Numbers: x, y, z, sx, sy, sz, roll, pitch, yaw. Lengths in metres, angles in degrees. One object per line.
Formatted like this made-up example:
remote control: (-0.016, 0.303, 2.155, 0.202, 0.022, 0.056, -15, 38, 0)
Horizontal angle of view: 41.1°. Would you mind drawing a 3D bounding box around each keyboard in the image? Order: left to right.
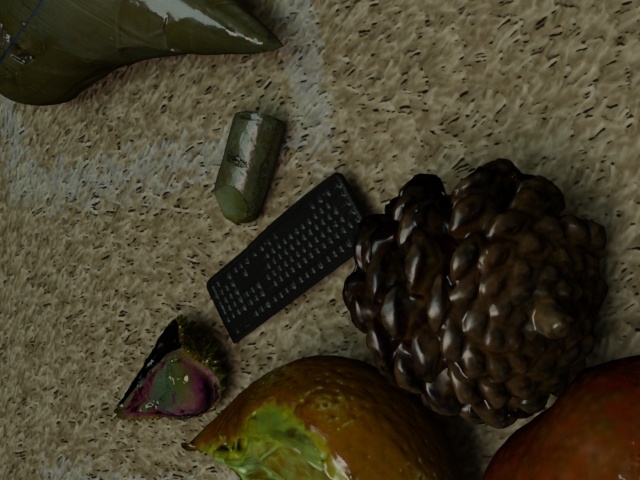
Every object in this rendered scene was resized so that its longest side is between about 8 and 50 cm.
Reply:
keyboard: (-0.007, 0.001, 1.003, 0.381, 0.041, 0.103, -37, 74, 30)

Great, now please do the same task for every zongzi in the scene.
zongzi: (-0.263, -0.251, 1.089, 0.393, 0.174, 0.356, 49, 122, 14)

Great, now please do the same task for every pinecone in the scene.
pinecone: (0.134, 0.041, 0.802, 0.257, 0.243, 0.243, 29, 109, 34)

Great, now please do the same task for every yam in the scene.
yam: (-0.090, -0.088, 1.036, 0.069, 0.069, 0.146, 27, 106, 30)

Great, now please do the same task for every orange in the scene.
orange: (0.021, 0.242, 0.890, 0.262, 0.196, 0.334, 50, 145, 6)

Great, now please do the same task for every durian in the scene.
durian: (-0.176, 0.177, 1.114, 0.108, 0.119, 0.187, 34, 121, -13)

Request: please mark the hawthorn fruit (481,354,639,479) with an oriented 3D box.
hawthorn fruit: (0.296, 0.268, 0.654, 0.285, 0.284, 0.369, -41, 60, 29)
